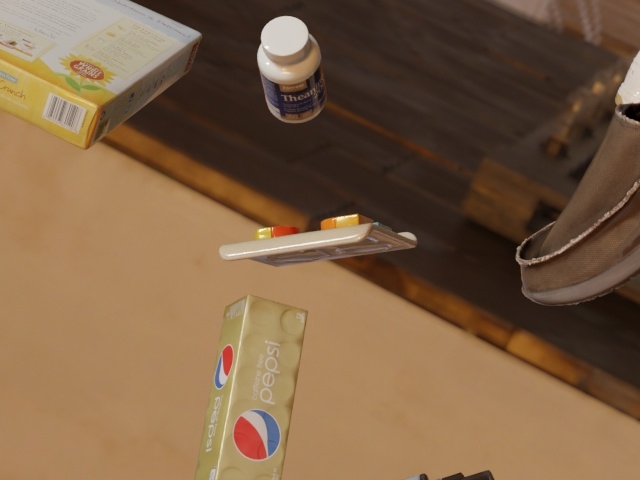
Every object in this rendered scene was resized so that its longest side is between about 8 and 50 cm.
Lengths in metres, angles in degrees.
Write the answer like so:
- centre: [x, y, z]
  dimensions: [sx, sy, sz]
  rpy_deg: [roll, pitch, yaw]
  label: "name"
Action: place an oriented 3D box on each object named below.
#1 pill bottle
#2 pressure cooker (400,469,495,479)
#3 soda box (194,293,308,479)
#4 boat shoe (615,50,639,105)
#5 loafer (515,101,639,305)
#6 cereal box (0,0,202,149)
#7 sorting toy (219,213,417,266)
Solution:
- centre: [-0.031, -0.181, 1.632]
  dimensions: [0.067, 0.067, 0.120]
  rpy_deg: [-57, -19, -21]
  label: "pill bottle"
- centre: [0.146, 0.478, 1.887]
  dimensions: [0.420, 0.370, 0.375]
  rpy_deg: [-20, -25, 6]
  label: "pressure cooker"
- centre: [-0.061, 0.144, 1.362]
  dimensions: [0.058, 0.061, 0.181]
  rpy_deg: [-28, 49, 62]
  label: "soda box"
- centre: [0.477, -0.146, 1.759]
  dimensions: [0.098, 0.277, 0.096]
  rpy_deg: [-36, -32, -67]
  label: "boat shoe"
- centre: [0.311, -0.076, 1.441]
  dimensions: [0.366, 0.130, 0.134]
  rpy_deg: [-40, 8, 28]
  label: "loafer"
- centre: [-0.222, -0.166, 1.338]
  dimensions: [0.047, 0.173, 0.240]
  rpy_deg: [-68, -7, 25]
  label: "cereal box"
- centre: [0.000, 0.000, 1.894]
  dimensions: [0.208, 0.193, 0.038]
  rpy_deg: [7, -104, -70]
  label: "sorting toy"
